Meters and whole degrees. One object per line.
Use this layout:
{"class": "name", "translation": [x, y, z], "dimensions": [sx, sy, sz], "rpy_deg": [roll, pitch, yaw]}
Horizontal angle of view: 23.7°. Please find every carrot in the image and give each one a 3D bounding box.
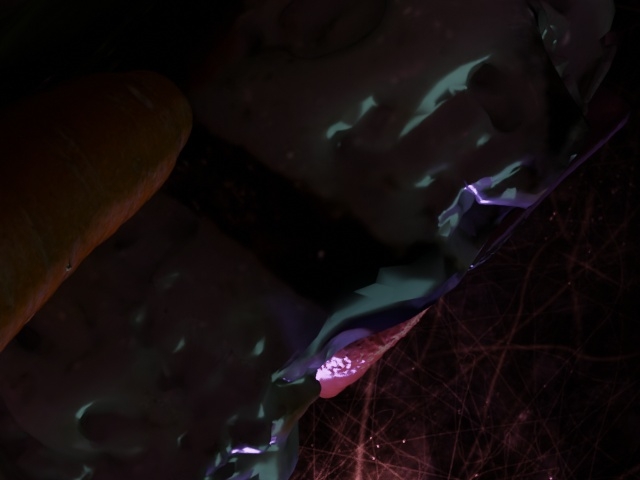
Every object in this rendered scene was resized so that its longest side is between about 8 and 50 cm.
{"class": "carrot", "translation": [-0.071, -0.009, 0.355], "dimensions": [0.048, 0.048, 0.139], "rpy_deg": [-45, -176, 35]}

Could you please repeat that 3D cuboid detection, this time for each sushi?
{"class": "sushi", "translation": [-0.018, -0.002, 0.496], "dimensions": [0.332, 0.130, 0.124], "rpy_deg": [-46, -179, 0]}

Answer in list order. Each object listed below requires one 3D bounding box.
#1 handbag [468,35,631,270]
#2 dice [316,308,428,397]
{"class": "handbag", "translation": [0.055, -0.065, 0.936], "dimensions": [0.216, 0.074, 0.203], "rpy_deg": [8, -144, 47]}
{"class": "dice", "translation": [0.000, 0.000, 1.148], "dimensions": [0.174, 0.179, 0.175], "rpy_deg": [-46, -175, -5]}
